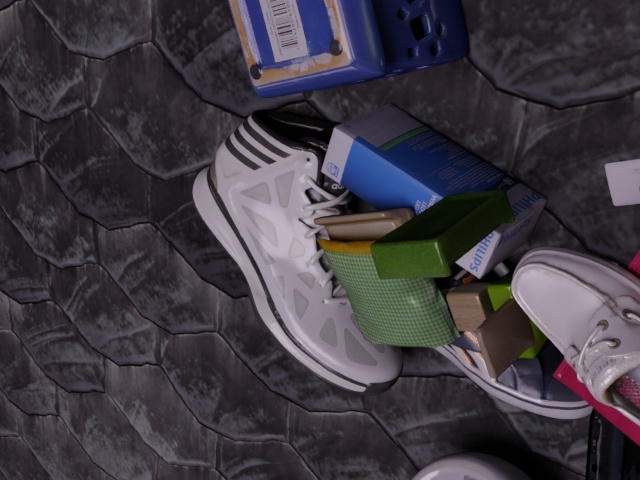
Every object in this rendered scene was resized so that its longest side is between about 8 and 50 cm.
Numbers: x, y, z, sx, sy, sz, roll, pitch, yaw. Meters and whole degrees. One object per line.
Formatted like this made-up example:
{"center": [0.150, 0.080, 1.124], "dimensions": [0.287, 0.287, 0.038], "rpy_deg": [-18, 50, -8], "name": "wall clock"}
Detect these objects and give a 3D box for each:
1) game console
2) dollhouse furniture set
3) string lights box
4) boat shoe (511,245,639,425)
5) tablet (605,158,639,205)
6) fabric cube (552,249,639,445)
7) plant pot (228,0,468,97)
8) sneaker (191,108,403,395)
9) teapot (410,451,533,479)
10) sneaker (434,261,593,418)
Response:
{"center": [0.386, 0.376, 1.181], "dimensions": [0.044, 0.213, 0.362], "rpy_deg": [10, 99, 53], "name": "game console"}
{"center": [0.093, 0.067, 1.111], "dimensions": [0.301, 0.151, 0.198], "rpy_deg": [-5, 111, 46], "name": "dollhouse furniture set"}
{"center": [0.145, -0.072, 1.194], "dimensions": [0.259, 0.133, 0.077], "rpy_deg": [36, 130, 23], "name": "string lights box"}
{"center": [0.277, 0.105, 0.838], "dimensions": [0.277, 0.096, 0.098], "rpy_deg": [38, 131, 27], "name": "boat shoe"}
{"center": [0.378, -0.069, 1.083], "dimensions": [0.083, 0.006, 0.054], "rpy_deg": [-5, 107, 43], "name": "tablet"}
{"center": [0.446, 0.090, 0.925], "dimensions": [0.258, 0.254, 0.259], "rpy_deg": [42, 133, 23], "name": "fabric cube"}
{"center": [0.017, -0.300, 1.139], "dimensions": [0.235, 0.212, 0.236], "rpy_deg": [-3, 108, 41], "name": "plant pot"}
{"center": [-0.001, 0.000, 1.330], "dimensions": [0.448, 0.169, 0.257], "rpy_deg": [52, 136, 12], "name": "sneaker"}
{"center": [0.239, 0.427, 1.332], "dimensions": [0.252, 0.187, 0.256], "rpy_deg": [-40, 55, 26], "name": "teapot"}
{"center": [0.228, 0.109, 1.216], "dimensions": [0.321, 0.126, 0.128], "rpy_deg": [29, 133, 29], "name": "sneaker"}
